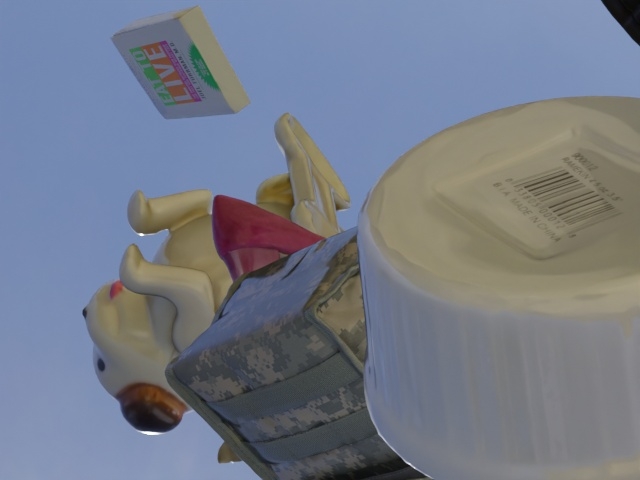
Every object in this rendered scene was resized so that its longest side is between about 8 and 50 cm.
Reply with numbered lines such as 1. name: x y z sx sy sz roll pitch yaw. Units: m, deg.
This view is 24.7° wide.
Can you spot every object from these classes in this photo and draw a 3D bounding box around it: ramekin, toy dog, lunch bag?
1. ramekin: 0.152 0.022 0.895 0.277 0.135 0.277 -10 -150 6
2. toy dog: -0.127 0.080 1.962 0.395 0.408 0.284 50 -162 -44
3. lunch bag: 0.046 0.148 1.289 0.287 0.235 0.169 49 -128 -15

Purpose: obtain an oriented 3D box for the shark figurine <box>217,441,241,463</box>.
1. shark figurine: -0.064 0.261 1.791 0.116 0.166 0.278 -16 -136 -17

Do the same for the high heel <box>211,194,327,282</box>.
1. high heel: 0.000 0.000 1.510 0.244 0.082 0.117 -7 -107 -30

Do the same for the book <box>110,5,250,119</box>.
1. book: -0.124 -0.156 1.307 0.035 0.096 0.144 -37 -161 -24

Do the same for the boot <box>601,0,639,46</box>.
1. boot: 0.320 -0.186 0.905 0.377 0.138 0.284 38 -138 -2
